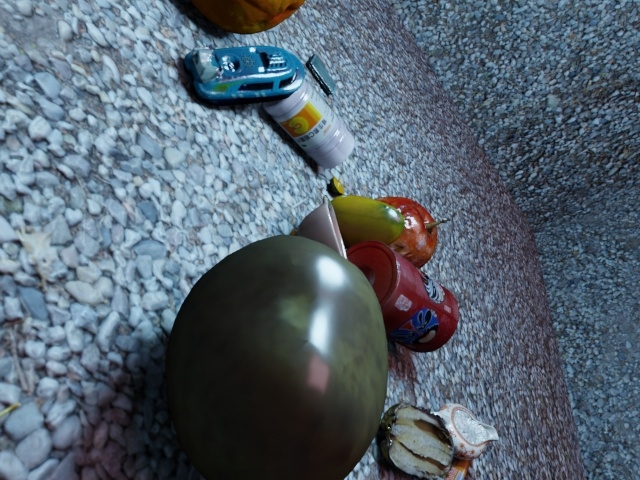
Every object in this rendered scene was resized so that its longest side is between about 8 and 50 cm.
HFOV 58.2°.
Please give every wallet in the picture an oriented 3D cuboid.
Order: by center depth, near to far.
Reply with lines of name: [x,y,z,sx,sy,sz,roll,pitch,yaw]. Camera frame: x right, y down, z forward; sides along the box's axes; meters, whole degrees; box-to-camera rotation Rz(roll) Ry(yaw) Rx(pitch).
wallet: [0.005,-0.531,1.849,0.129,0.026,0.088,51,28,-23]

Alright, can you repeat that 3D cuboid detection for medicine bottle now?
medicine bottle: [-0.028,-0.314,1.528,0.249,0.133,0.133,43,36,-37]

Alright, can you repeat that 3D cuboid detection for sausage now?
sausage: [0.381,0.631,1.594,0.348,0.053,0.053,-23,89,-61]

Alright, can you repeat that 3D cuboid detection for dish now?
dish: [0.000,0.000,1.338,0.213,0.090,0.213,-16,90,-84]

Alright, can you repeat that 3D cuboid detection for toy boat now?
toy boat: [-0.151,-0.392,1.303,0.299,0.092,0.134,-18,80,-34]

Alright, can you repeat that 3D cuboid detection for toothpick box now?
toothpick box: [0.196,0.153,1.484,0.333,0.204,0.204,32,43,-44]

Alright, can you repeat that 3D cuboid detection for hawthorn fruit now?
hawthorn fruit: [0.240,-0.019,1.615,0.242,0.271,0.242,35,49,-53]

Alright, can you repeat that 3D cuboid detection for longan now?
longan: [-0.063,0.187,0.873,0.336,0.404,0.404,13,47,-7]

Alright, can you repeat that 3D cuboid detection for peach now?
peach: [-0.163,-0.657,1.344,0.343,0.343,0.302,-19,83,-61]

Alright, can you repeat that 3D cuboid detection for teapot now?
teapot: [0.378,0.528,1.600,0.245,0.116,0.159,25,48,-32]

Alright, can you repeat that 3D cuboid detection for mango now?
mango: [0.108,-0.040,1.476,0.120,0.221,0.151,-57,153,-42]

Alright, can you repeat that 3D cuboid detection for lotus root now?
lotus root: [0.237,0.503,1.435,0.329,0.078,0.167,42,60,-40]

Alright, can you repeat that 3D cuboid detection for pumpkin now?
pumpkin: [0.043,-0.149,1.630,0.083,0.028,0.050,22,49,-63]

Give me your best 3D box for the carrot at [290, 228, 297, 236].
carrot: [-0.049,0.052,1.320,0.037,0.037,0.190,31,44,-47]
